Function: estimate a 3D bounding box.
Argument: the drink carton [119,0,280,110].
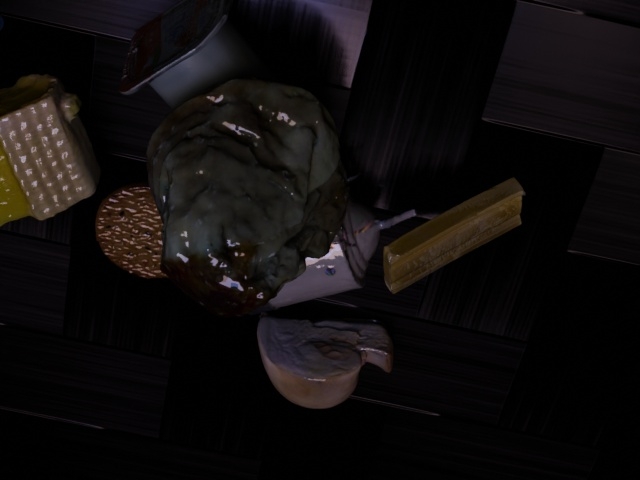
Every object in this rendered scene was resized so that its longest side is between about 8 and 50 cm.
[{"bbox_3d":[-0.157,-0.238,1.742,0.191,0.185,0.189,-29,119,20],"label":"drink carton"}]

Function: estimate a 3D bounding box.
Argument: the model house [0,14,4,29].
[{"bbox_3d":[-0.697,-0.297,1.535,0.445,0.400,0.395,-38,116,-5],"label":"model house"}]

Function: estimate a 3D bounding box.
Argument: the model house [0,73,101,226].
[{"bbox_3d":[-0.461,-0.133,1.839,0.234,0.175,0.193,-10,121,15],"label":"model house"}]

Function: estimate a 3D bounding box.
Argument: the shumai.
[{"bbox_3d":[-0.097,-0.036,1.625,0.309,0.263,0.304,32,117,-19],"label":"shumai"}]

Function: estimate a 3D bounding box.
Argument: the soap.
[{"bbox_3d":[0.205,-0.008,1.851,0.252,0.037,0.092,-27,144,-16],"label":"soap"}]

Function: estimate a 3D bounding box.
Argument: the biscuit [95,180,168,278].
[{"bbox_3d":[-0.282,-0.017,1.986,0.187,0.027,0.188,3,125,4],"label":"biscuit"}]

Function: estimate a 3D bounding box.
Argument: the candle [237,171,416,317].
[{"bbox_3d":[0.000,0.000,1.878,0.330,0.187,0.187,-14,121,13],"label":"candle"}]

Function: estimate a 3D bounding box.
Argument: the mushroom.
[{"bbox_3d":[0.004,0.237,2.041,0.236,0.173,0.162,3,126,3],"label":"mushroom"}]
